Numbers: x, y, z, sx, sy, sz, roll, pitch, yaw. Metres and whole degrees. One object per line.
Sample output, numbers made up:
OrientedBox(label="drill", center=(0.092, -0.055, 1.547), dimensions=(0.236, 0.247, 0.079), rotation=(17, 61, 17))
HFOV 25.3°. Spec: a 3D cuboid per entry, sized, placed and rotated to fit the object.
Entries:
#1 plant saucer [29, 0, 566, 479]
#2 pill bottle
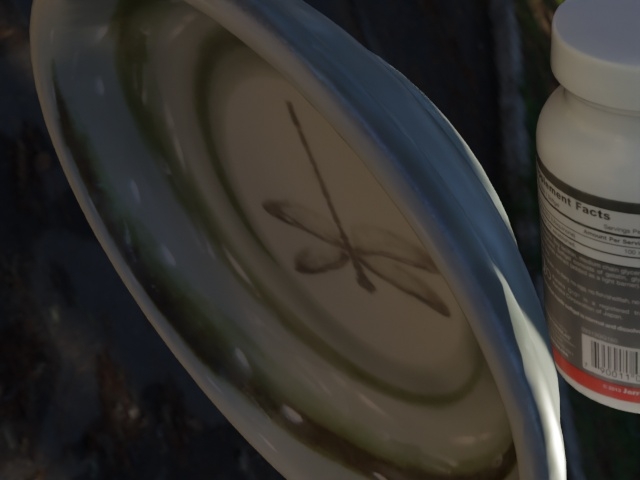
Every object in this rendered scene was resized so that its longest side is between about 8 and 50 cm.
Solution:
OrientedBox(label="plant saucer", center=(0.000, 0.000, 0.773), dimensions=(0.400, 0.100, 0.400), rotation=(40, -27, 25))
OrientedBox(label="pill bottle", center=(0.302, -0.039, 1.284), dimensions=(0.210, 0.210, 0.363), rotation=(-88, 171, -55))
